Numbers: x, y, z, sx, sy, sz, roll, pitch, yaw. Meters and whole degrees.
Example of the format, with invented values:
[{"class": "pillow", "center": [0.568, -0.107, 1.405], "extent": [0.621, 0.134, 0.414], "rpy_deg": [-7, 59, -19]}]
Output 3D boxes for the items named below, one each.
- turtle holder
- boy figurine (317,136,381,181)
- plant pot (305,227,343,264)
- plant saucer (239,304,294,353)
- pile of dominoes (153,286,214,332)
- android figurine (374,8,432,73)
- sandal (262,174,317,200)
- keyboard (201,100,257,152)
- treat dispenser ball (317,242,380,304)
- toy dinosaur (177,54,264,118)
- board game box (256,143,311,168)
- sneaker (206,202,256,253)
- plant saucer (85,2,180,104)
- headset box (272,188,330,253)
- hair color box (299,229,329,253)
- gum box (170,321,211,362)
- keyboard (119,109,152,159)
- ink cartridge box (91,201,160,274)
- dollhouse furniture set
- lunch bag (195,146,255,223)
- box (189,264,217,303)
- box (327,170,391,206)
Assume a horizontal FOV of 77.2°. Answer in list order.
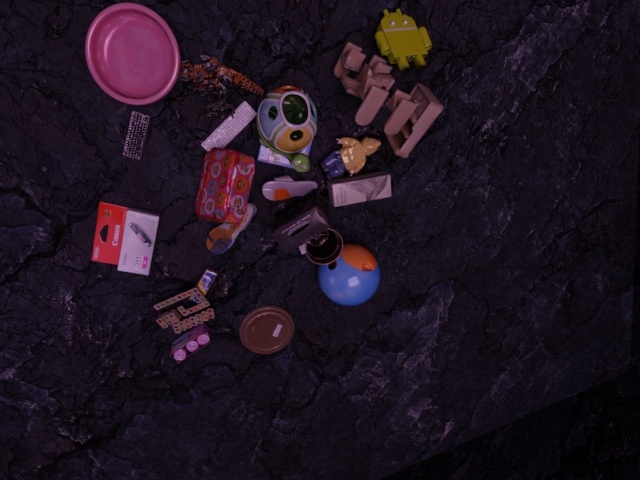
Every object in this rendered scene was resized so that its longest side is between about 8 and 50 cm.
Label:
[{"class": "turtle holder", "center": [-0.130, -0.442, 1.559], "extent": [0.243, 0.227, 0.320], "rpy_deg": [16, 85, -17]}, {"class": "boy figurine", "center": [0.127, -0.380, 1.763], "extent": [0.285, 0.092, 0.177], "rpy_deg": [-32, 113, -2]}, {"class": "plant pot", "center": [0.000, 0.000, 1.771], "extent": [0.166, 0.165, 0.167], "rpy_deg": [-4, 111, -12]}, {"class": "plant saucer", "center": [-0.265, 0.452, 1.998], "extent": [0.277, 0.041, 0.278], "rpy_deg": [-4, 110, -13]}, {"class": "pile of dominoes", "center": [-0.617, 0.333, 1.825], "extent": [0.251, 0.040, 0.196], "rpy_deg": [-23, 121, 12]}, {"class": "android figurine", "center": [0.329, -0.808, 1.615], "extent": [0.248, 0.056, 0.273], "rpy_deg": [-15, 83, -21]}, {"class": "sandal", "center": [-0.143, -0.238, 1.763], "extent": [0.265, 0.076, 0.102], "rpy_deg": [-7, 137, -33]}, {"class": "keyboard", "center": [-0.376, -0.458, 1.653], "extent": [0.256, 0.014, 0.072], "rpy_deg": [-44, 113, 4]}, {"class": "treat dispenser ball", "center": [0.131, 0.157, 1.851], "extent": [0.288, 0.288, 0.288], "rpy_deg": [-4, 111, -12]}, {"class": "toy dinosaur", "center": [-0.389, -0.594, 1.535], "extent": [0.321, 0.164, 0.219], "rpy_deg": [5, 92, 7]}, {"class": "board game box", "center": [-0.152, -0.398, 1.715], "extent": [0.211, 0.039, 0.160], "rpy_deg": [11, 106, -16]}, {"class": "sneaker", "center": [-0.379, -0.050, 1.750], "extent": [0.296, 0.131, 0.112], "rpy_deg": [-42, 86, 28]}, {"class": "plant saucer", "center": [-0.660, -0.659, 1.441], "extent": [0.332, 0.084, 0.332], "rpy_deg": [0, 105, 0]}, {"class": "headset box", "center": [-0.078, -0.083, 1.688], "extent": [0.218, 0.293, 0.110], "rpy_deg": [-32, 110, 13]}, {"class": "hair color box", "center": [-0.031, -0.014, 1.878], "extent": [0.167, 0.053, 0.093], "rpy_deg": [-23, 113, -3]}, {"class": "gum box", "center": [-0.603, 0.474, 1.885], "extent": [0.188, 0.107, 0.062], "rpy_deg": [-33, 114, -1]}, {"class": "keyboard", "center": [-0.738, -0.416, 1.575], "extent": [0.108, 0.023, 0.180], "rpy_deg": [15, 104, -18]}, {"class": "ink cartridge box", "center": [-0.821, -0.006, 1.685], "extent": [0.238, 0.060, 0.275], "rpy_deg": [12, 106, -19]}, {"class": "dollhouse furniture set", "center": [0.242, -0.530, 1.607], "extent": [0.394, 0.362, 0.256], "rpy_deg": [11, 133, -28]}, {"class": "lunch bag", "center": [-0.397, -0.222, 1.617], "extent": [0.120, 0.258, 0.293], "rpy_deg": [10, 93, -49]}, {"class": "box", "center": [-0.533, 0.199, 1.828], "extent": [0.054, 0.059, 0.169], "rpy_deg": [28, 101, -21]}, {"class": "box", "center": [0.177, -0.236, 1.825], "extent": [0.275, 0.094, 0.113], "rpy_deg": [-13, 113, -10]}]
